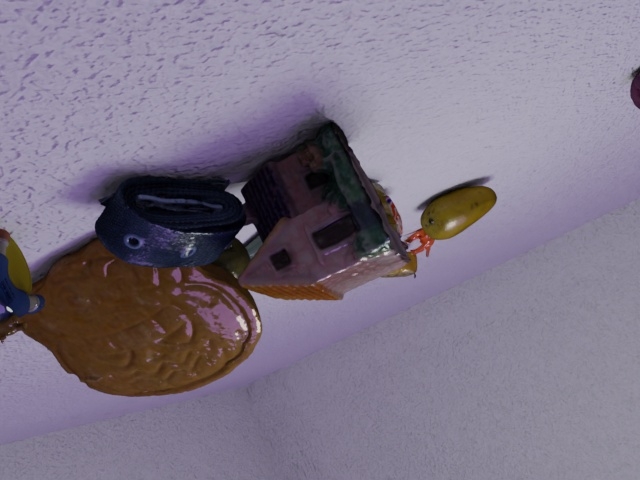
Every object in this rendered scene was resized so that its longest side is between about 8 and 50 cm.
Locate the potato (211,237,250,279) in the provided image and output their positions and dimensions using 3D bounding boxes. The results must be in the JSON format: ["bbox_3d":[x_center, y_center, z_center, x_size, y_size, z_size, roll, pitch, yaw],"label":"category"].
[{"bbox_3d":[-0.222,0.070,1.391,0.251,0.159,0.174,-42,-160,39],"label":"potato"}]

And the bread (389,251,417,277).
[{"bbox_3d":[0.219,0.076,2.163,0.122,0.073,0.149,-2,171,1],"label":"bread"}]

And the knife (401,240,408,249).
[{"bbox_3d":[0.110,0.057,2.031,0.278,0.053,0.123,-29,159,25],"label":"knife"}]

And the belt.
[{"bbox_3d":[-0.224,-0.018,1.106,0.218,0.122,0.128,2,140,-47],"label":"belt"}]

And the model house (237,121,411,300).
[{"bbox_3d":[-0.022,-0.022,1.149,0.237,0.237,0.202,-28,169,10],"label":"model house"}]

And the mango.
[{"bbox_3d":[0.335,-0.073,1.800,0.195,0.098,0.137,-28,164,-4],"label":"mango"}]

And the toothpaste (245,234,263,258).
[{"bbox_3d":[-0.125,0.009,1.552,0.064,0.041,0.218,-18,170,-39],"label":"toothpaste"}]

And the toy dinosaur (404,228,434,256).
[{"bbox_3d":[0.284,-0.008,2.051,0.101,0.055,0.279,-32,164,2],"label":"toy dinosaur"}]

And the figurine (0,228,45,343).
[{"bbox_3d":[-0.536,0.088,1.028,0.275,0.161,0.158,-18,-158,-6],"label":"figurine"}]

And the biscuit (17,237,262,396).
[{"bbox_3d":[-0.310,0.148,1.307,0.385,0.062,0.365,-25,125,17],"label":"biscuit"}]

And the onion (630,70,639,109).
[{"bbox_3d":[0.664,-0.302,1.448,0.115,0.115,0.104,-31,-153,34],"label":"onion"}]

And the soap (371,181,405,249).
[{"bbox_3d":[0.051,-0.029,1.383,0.089,0.173,0.274,-24,165,27],"label":"soap"}]

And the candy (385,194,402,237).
[{"bbox_3d":[0.000,0.000,1.614,0.365,0.124,0.124,-15,168,16],"label":"candy"}]
